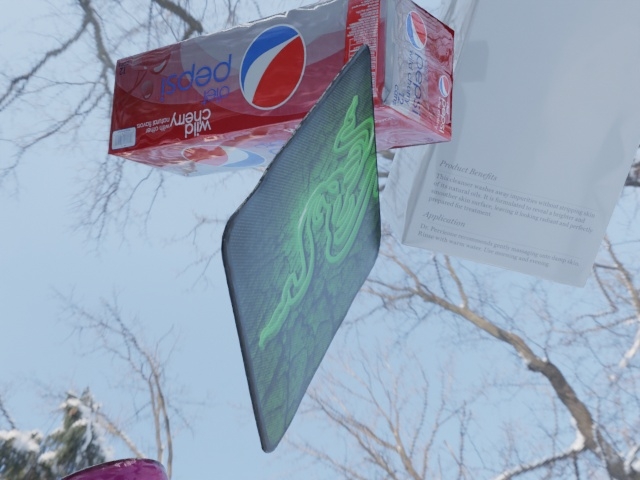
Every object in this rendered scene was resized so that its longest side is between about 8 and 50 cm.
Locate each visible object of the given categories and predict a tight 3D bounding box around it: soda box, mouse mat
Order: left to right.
[{"bbox_3d":[-0.036,-0.106,0.620,0.092,0.263,0.083,15,-104,-51],"label":"soda box"},{"bbox_3d":[0.000,0.000,0.452,0.007,0.189,0.152,9,-49,19],"label":"mouse mat"}]

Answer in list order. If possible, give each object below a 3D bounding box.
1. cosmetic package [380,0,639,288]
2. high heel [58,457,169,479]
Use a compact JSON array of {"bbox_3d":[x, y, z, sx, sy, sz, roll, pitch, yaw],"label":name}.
[{"bbox_3d":[0.222,-0.167,0.879,0.217,0.156,0.384,15,-76,-10],"label":"cosmetic package"},{"bbox_3d":[-0.223,0.355,0.755,0.127,0.181,0.377,13,-51,-26],"label":"high heel"}]
